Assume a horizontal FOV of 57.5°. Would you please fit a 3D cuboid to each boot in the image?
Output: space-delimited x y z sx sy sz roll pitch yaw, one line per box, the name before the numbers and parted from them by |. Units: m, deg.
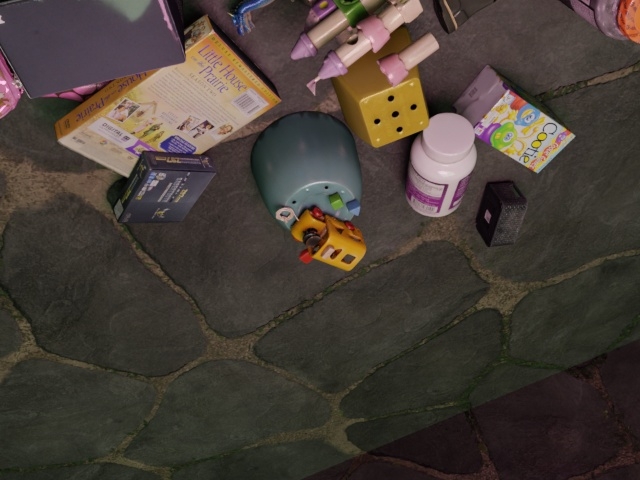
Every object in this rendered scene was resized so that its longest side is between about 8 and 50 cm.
boot | 0.315 -0.584 1.317 0.137 0.076 0.198 -31 145 8

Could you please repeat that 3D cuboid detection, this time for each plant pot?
plant pot | -0.023 -0.148 1.509 0.293 0.235 0.292 -7 133 -8
plant pot | 0.155 -0.350 1.402 0.212 0.187 0.212 -21 134 4

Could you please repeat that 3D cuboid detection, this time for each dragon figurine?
dragon figurine | -0.133 -0.563 1.199 0.144 0.085 0.289 -9 135 -7

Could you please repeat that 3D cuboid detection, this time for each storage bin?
storage bin | 0.554 -0.080 1.801 0.085 0.122 0.180 -5 133 -11

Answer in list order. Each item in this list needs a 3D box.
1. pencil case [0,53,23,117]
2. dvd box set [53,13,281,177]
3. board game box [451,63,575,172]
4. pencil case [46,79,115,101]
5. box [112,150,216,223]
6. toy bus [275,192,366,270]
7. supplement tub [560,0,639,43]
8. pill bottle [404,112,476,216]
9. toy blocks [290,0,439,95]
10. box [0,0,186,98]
pencil case | -0.729 -0.421 1.125 0.167 0.160 0.386 -37 140 -26
dvd box set | -0.335 -0.295 1.332 0.421 0.062 0.308 -30 156 14
board game box | 0.514 -0.319 1.556 0.275 0.142 0.144 21 124 -30
pencil case | -0.540 -0.345 1.296 0.210 0.095 0.098 6 167 -18
box | -0.397 -0.129 1.479 0.184 0.059 0.233 -4 150 -44
toy bus | 0.013 0.000 1.420 0.202 0.104 0.190 -15 134 -1
supplement tub | 0.637 -0.557 1.249 0.194 0.316 0.193 -8 133 -9
pill bottle | 0.316 -0.197 1.537 0.169 0.169 0.301 -13 156 -3
toy blocks | 0.028 -0.463 1.164 0.260 0.288 0.309 -34 146 10
box | -0.422 -0.439 1.094 0.297 0.294 0.182 -14 134 -1
